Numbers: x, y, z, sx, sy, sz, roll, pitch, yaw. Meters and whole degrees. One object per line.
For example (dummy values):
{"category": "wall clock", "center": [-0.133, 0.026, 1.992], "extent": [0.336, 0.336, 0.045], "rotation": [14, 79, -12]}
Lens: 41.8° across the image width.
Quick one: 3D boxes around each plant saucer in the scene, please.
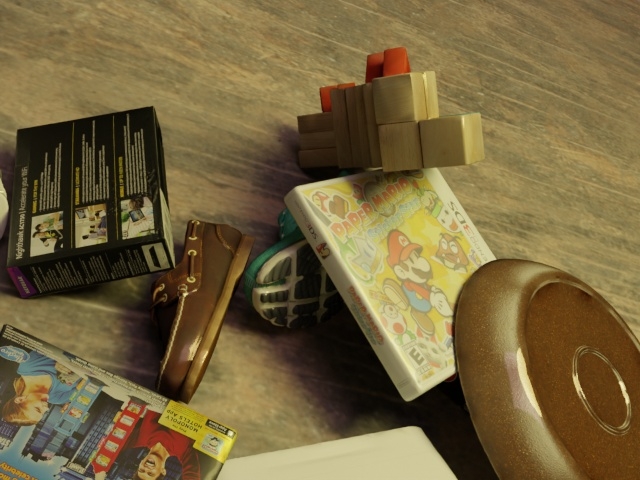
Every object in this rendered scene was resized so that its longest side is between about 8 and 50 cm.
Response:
{"category": "plant saucer", "center": [0.250, 0.148, 0.793], "extent": [0.310, 0.050, 0.311], "rotation": [25, 48, -31]}

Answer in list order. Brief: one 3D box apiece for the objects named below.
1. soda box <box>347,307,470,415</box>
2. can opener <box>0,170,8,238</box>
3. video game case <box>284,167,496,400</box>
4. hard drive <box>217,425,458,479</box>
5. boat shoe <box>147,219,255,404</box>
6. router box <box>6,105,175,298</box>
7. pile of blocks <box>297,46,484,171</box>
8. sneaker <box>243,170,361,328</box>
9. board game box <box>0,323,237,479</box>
{"category": "soda box", "center": [0.113, 0.095, 0.837], "extent": [0.169, 0.053, 0.060], "rotation": [41, 40, 12]}
{"category": "can opener", "center": [-0.388, -0.018, 0.659], "extent": [0.280, 0.074, 0.093], "rotation": [-9, 19, -39]}
{"category": "video game case", "center": [0.094, 0.023, 0.792], "extent": [0.227, 0.026, 0.206], "rotation": [-17, 71, -49]}
{"category": "hard drive", "center": [0.066, 0.274, 0.586], "extent": [0.210, 0.040, 0.319], "rotation": [-2, 37, -32]}
{"category": "boat shoe", "center": [-0.114, 0.055, 0.734], "extent": [0.073, 0.073, 0.207], "rotation": [22, 33, -7]}
{"category": "router box", "center": [-0.206, -0.041, 0.756], "extent": [0.133, 0.046, 0.179], "rotation": [-10, 49, -4]}
{"category": "pile of blocks", "center": [0.082, -0.137, 0.863], "extent": [0.149, 0.113, 0.362], "rotation": [-10, 9, -16]}
{"category": "sneaker", "center": [0.000, 0.000, 0.858], "extent": [0.110, 0.107, 0.275], "rotation": [22, 31, 22]}
{"category": "board game box", "center": [-0.183, 0.176, 0.564], "extent": [0.194, 0.060, 0.194], "rotation": [25, 42, 2]}
